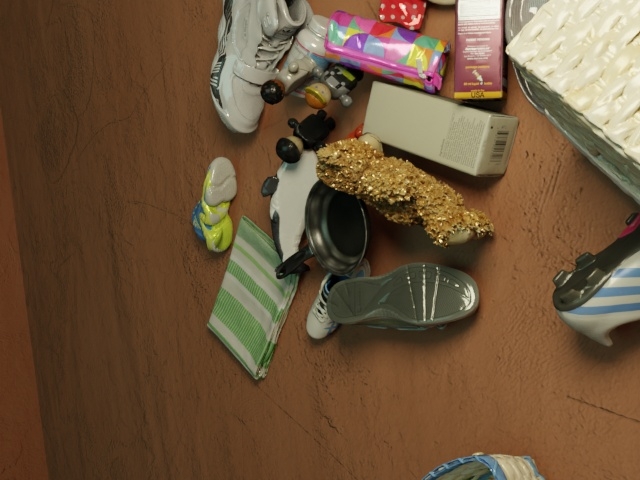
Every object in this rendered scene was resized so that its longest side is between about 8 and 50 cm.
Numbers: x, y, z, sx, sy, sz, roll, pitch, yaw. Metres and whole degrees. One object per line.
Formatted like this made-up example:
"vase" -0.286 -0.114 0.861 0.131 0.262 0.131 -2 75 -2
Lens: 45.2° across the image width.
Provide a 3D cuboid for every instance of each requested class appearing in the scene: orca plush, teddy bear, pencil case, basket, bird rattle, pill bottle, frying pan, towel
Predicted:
"orca plush" -0.047 -0.073 1.701 0.151 0.102 0.287 -7 103 2
"teddy bear" 0.155 -0.094 1.353 0.338 0.245 0.113 36 112 35
"pencil case" 0.121 -0.341 1.390 0.236 0.104 0.104 19 111 14
"basket" 0.467 -0.214 0.929 0.331 0.266 0.328 -46 59 13
"basket" 0.239 0.476 1.289 0.255 0.289 0.201 -44 64 39
"bird rattle" 0.201 -0.492 1.345 0.207 0.143 0.253 20 113 26
"pill bottle" -0.021 -0.385 1.610 0.087 0.087 0.160 52 128 29
"frying pan" 0.016 0.018 1.546 0.197 0.053 0.326 52 137 33
"towel" -0.168 0.141 1.861 0.248 0.038 0.325 40 122 37

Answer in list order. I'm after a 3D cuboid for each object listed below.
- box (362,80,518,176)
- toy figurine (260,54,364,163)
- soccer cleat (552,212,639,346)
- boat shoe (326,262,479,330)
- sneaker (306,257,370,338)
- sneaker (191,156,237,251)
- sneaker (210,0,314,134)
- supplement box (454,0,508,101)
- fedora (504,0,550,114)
"box" 0.209 -0.204 1.385 0.275 0.094 0.113 29 114 41
"toy figurine" -0.007 -0.249 1.515 0.213 0.148 0.209 21 142 42
"soccer cleat" 0.496 0.028 1.117 0.143 0.116 0.331 41 116 -17
"boat shoe" 0.163 0.117 1.471 0.320 0.103 0.118 -12 67 35
"sneaker" 0.021 0.122 1.627 0.085 0.086 0.237 51 129 27
"sneaker" -0.278 -0.095 1.910 0.126 0.091 0.240 19 109 44
"sneaker" -0.126 -0.412 1.679 0.210 0.137 0.366 14 101 47
"supplement box" 0.270 -0.329 1.282 0.081 0.104 0.188 2 98 18
"fedora" 0.371 -0.322 1.179 0.244 0.124 0.275 6 99 46
